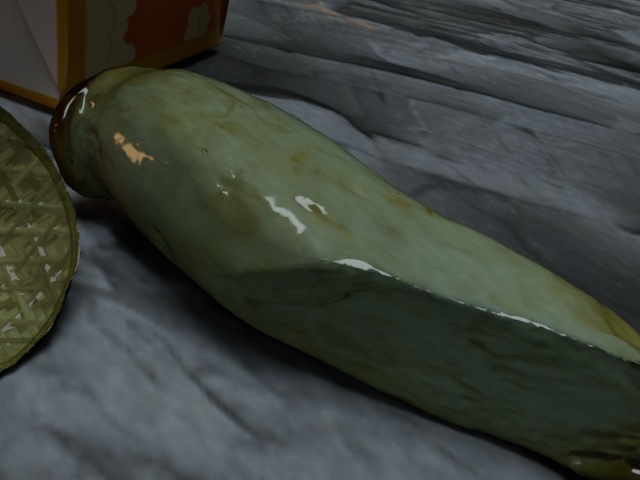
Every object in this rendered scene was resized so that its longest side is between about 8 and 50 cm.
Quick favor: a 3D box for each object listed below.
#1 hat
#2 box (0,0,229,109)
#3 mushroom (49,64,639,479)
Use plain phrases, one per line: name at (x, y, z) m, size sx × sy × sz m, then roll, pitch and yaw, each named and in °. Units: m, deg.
hat at (-0.184, 0.003, 0.367) m, size 0.146 × 0.067 × 0.146 m, roll 18°, pitch 58°, yaw -32°
box at (-0.226, -0.275, 0.628) m, size 0.283 × 0.260 × 0.214 m, roll 20°, pitch 30°, yaw 19°
mushroom at (-0.003, 0.001, 0.391) m, size 0.107 × 0.087 × 0.333 m, roll -20°, pitch 43°, yaw -41°
